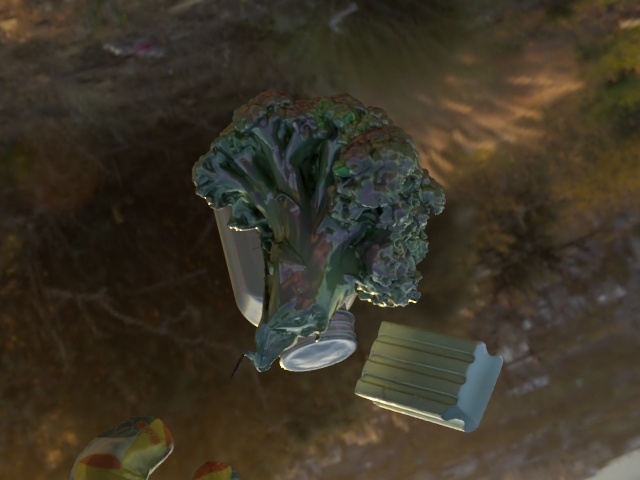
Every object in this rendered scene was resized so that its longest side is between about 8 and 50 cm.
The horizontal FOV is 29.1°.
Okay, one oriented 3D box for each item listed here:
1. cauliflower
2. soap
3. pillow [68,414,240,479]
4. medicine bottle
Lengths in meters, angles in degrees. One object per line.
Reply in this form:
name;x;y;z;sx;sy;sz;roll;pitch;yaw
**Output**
cauliflower;0.000;0.000;1.186;0.238;0.315;0.256;0;146;32
soap;0.150;0.189;1.735;0.066;0.119;0.198;31;166;-38
pillow;-0.226;0.350;1.641;0.086;0.233;0.214;-43;-167;54
medicine bottle;-0.041;0.014;1.716;0.179;0.324;0.124;-8;152;-18
